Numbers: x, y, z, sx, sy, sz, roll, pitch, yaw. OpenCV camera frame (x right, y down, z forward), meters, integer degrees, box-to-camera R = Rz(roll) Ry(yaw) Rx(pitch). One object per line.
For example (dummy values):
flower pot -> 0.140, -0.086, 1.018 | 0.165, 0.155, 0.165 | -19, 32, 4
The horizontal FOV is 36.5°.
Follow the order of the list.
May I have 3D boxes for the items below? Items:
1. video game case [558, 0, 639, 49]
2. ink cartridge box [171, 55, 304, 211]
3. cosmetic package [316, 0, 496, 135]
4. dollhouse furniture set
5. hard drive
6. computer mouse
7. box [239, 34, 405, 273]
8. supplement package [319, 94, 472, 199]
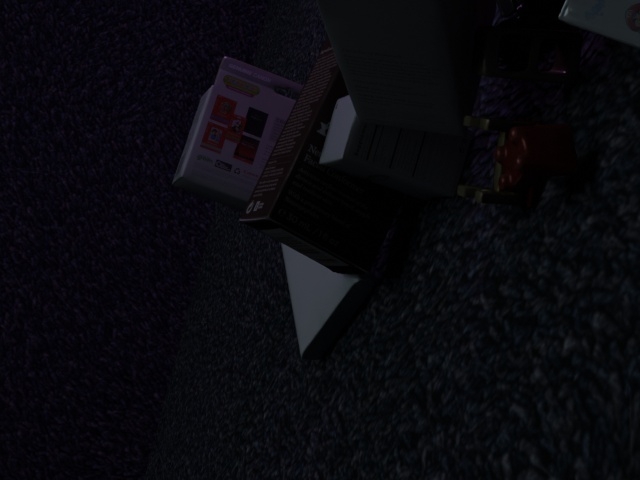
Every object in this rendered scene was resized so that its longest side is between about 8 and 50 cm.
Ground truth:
video game case -> 0.321, -0.257, 0.910 | 0.019, 0.143, 0.157 | 0, -66, -66
ink cartridge box -> -0.113, -0.194, 2.013 | 0.130, 0.309, 0.271 | 164, 125, -72
cosmetic package -> 0.106, -0.309, 1.145 | 0.385, 0.156, 0.217 | 61, -138, -62
dollhouse furniture set -> 0.272, -0.214, 1.065 | 0.201, 0.152, 0.374 | -139, 53, -74
hard drive -> 0.000, 0.000, 1.715 | 0.233, 0.047, 0.353 | 123, 146, -42
computer mouse -> 0.279, -0.393, 1.331 | 0.188, 0.072, 0.272 | 131, 154, -56
box -> 0.052, -0.156, 1.504 | 0.143, 0.191, 0.381 | -3, 61, 66
supplement package -> 0.106, -0.134, 1.391 | 0.105, 0.179, 0.105 | -178, 105, -72
